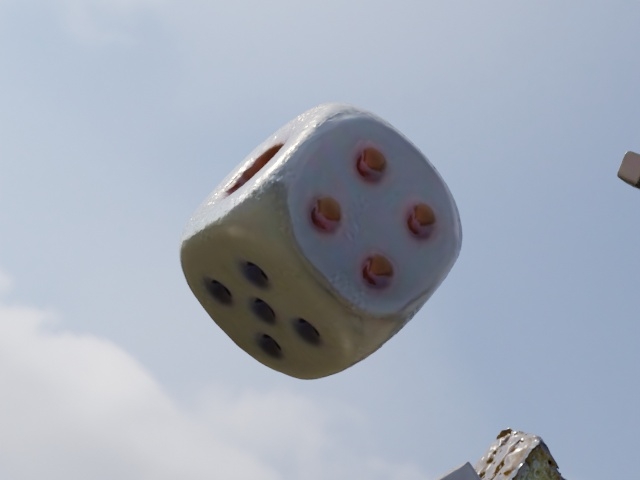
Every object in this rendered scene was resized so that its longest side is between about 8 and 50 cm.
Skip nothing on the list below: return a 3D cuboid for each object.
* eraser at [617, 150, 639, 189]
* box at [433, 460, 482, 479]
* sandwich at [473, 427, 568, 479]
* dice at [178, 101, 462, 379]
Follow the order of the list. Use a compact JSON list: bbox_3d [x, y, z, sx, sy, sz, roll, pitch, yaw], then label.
[{"bbox_3d":[0.288,-0.043,1.444,0.099,0.027,0.019,24,-5,1],"label":"eraser"},{"bbox_3d":[0.044,0.264,1.164,0.149,0.233,0.067,57,-31,8],"label":"box"},{"bbox_3d":[0.226,0.393,2.000,0.273,0.249,0.095,51,-20,-21],"label":"sandwich"},{"bbox_3d":[0.000,0.000,1.645,0.192,0.193,0.194,46,-33,-10],"label":"dice"}]
